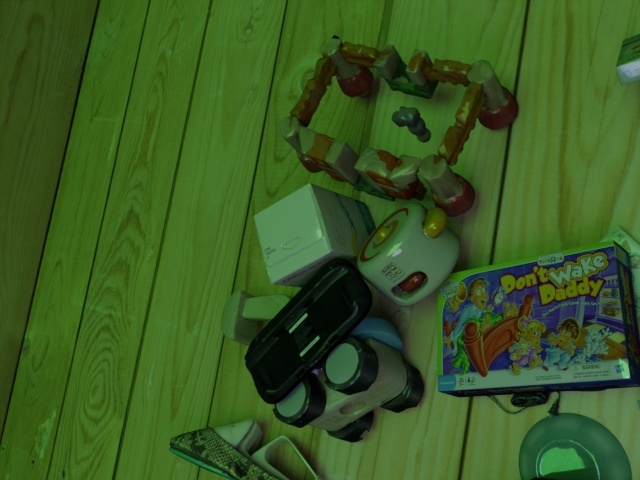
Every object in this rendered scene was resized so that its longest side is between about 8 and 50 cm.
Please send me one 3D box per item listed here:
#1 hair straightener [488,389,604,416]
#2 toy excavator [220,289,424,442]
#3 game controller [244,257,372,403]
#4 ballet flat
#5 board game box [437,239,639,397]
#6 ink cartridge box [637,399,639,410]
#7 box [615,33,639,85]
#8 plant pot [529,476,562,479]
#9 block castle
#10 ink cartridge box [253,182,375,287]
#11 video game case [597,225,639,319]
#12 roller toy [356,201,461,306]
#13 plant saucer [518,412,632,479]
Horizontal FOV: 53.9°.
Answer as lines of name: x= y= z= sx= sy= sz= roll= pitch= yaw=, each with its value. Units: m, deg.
hair straightener: x=0.402 y=0.276 z=1.145 sx=0.231 sy=0.047 sz=0.089 roll=-16 pitch=65 yaw=34
toy excavator: x=-0.031 y=0.231 z=1.435 sx=0.433 sy=0.222 sz=0.445 roll=-37 pitch=45 yaw=24
game controller: x=-0.030 y=0.182 z=1.271 sx=0.319 sy=0.067 sz=0.166 roll=-47 pitch=47 yaw=13
ballet flat: x=-0.145 y=0.532 z=1.480 sx=0.483 sy=0.164 sz=0.182 roll=21 pitch=71 yaw=35
board game box: x=0.379 y=0.153 z=1.140 sx=0.347 sy=0.078 sz=0.233 roll=-17 pitch=60 yaw=40
ink cartridge box: x=0.567 y=0.314 z=0.976 sx=0.090 sy=0.092 sz=0.143 roll=-20 pitch=66 yaw=34
box: x=0.591 y=-0.332 z=1.075 sx=0.145 sy=0.186 sz=0.038 roll=-15 pitch=112 yaw=36
plant pot: x=0.348 y=0.518 z=0.964 sx=0.236 sy=0.267 sz=0.267 roll=-43 pitch=74 yaw=-12
block castle: x=0.163 y=-0.247 z=1.378 sx=0.453 sy=0.213 sz=0.302 roll=22 pitch=81 yaw=34
ink cartridge box: x=0.000 y=0.000 z=1.413 sx=0.171 sy=0.233 sz=0.168 roll=-29 pitch=67 yaw=28
video game case: x=0.522 y=0.076 z=1.120 sx=0.157 sy=0.019 sz=0.143 roll=-48 pitch=54 yaw=19
roller toy: x=0.174 y=0.024 z=1.282 sx=0.191 sy=0.146 sz=0.209 roll=-53 pitch=12 yaw=-11
plant saucer: x=0.434 y=0.401 z=1.099 sx=0.195 sy=0.037 sz=0.194 roll=-11 pitch=72 yaw=38
